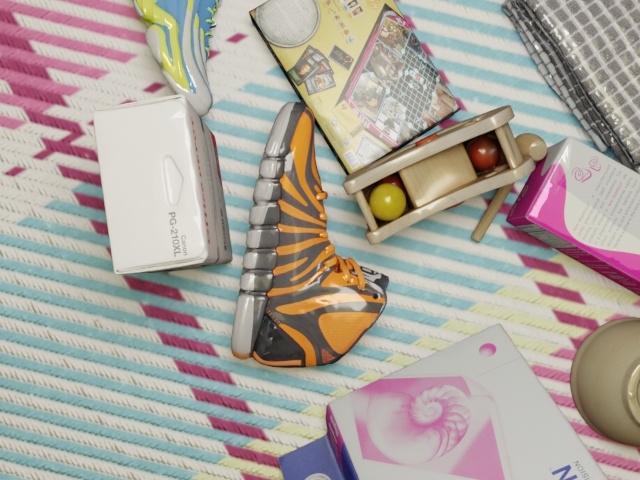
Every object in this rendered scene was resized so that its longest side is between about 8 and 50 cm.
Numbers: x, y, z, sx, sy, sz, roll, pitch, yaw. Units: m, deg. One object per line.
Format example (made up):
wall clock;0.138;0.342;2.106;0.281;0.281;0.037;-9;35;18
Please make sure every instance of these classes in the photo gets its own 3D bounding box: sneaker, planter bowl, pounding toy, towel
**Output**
sneaker;-0.160;-0.280;0.991;0.126;0.091;0.240;-25;88;-1
sneaker;0.000;0.000;0.980;0.180;0.124;0.321;9;99;-4
planter bowl;0.399;0.176;0.969;0.162;0.109;0.162;0;88;0
pounding toy;0.170;-0.057;0.935;0.269;0.154;0.155;-26;98;-10
towel;0.396;-0.250;0.974;0.235;0.121;0.284;-35;88;0

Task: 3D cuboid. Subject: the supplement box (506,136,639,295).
supplement box;0.356;-0.021;0.973;0.220;0.114;0.111;30;89;0

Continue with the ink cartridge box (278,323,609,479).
ink cartridge box;0.129;0.281;0.882;0.330;0.324;0.071;-25;131;-2

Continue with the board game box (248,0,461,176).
board game box;0.043;-0.223;1.013;0.165;0.042;0.243;-31;88;-1

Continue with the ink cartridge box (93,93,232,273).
ink cartridge box;-0.170;-0.052;0.910;0.100;0.237;0.172;-9;88;0
